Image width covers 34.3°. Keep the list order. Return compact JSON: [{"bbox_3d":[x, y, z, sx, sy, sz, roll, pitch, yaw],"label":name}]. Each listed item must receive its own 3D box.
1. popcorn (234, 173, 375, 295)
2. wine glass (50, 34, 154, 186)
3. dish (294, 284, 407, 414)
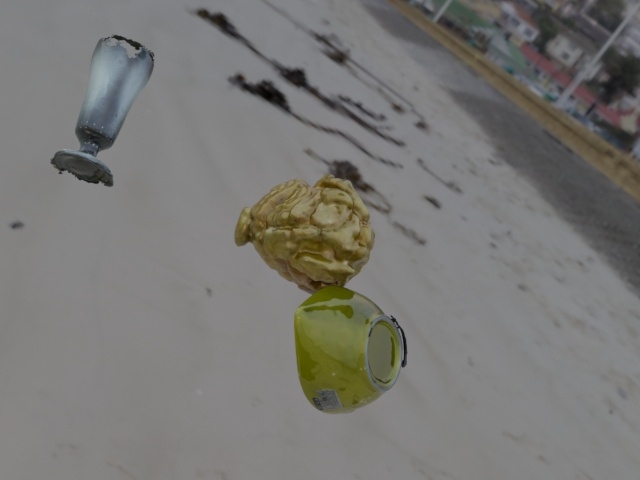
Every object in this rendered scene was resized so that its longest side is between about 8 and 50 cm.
[{"bbox_3d":[-0.015,-0.013,1.292,0.163,0.140,0.194,40,-13,1],"label":"popcorn"},{"bbox_3d":[-0.231,-0.138,1.114,0.072,0.155,0.072,12,-26,6],"label":"wine glass"},{"bbox_3d":[0.046,0.131,1.199,0.080,0.149,0.207,0,-27,31],"label":"dish"}]
